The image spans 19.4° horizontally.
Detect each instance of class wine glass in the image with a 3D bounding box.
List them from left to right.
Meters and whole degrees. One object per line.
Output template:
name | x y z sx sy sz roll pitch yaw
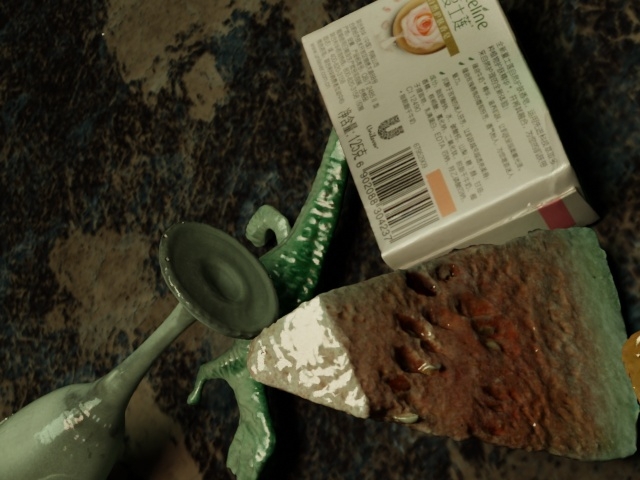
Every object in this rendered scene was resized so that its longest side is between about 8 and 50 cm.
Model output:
wine glass | -0.180 0.053 1.375 0.309 0.096 0.264 -45 47 32

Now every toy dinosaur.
toy dinosaur | -0.037 -0.008 1.357 0.129 0.076 0.383 8 82 38

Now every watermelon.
watermelon | 0.072 0.071 1.107 0.094 0.241 0.154 -45 52 43

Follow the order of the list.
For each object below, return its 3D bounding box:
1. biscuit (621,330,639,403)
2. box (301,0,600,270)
biscuit | 0.268 0.102 1.049 0.250 0.035 0.162 25 86 45
box | 0.084 -0.075 1.238 0.135 0.081 0.199 -25 57 10
